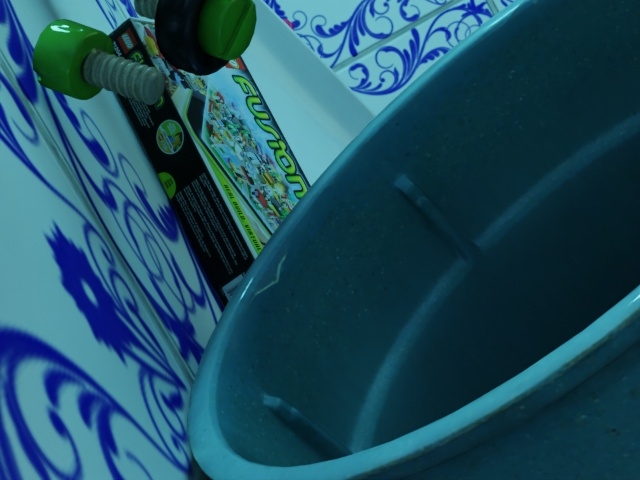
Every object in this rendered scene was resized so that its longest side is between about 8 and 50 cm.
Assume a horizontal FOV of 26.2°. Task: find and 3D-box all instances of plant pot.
[{"bbox_3d":[0.181,0.078,0.598,0.334,0.341,0.341,46,9,-18],"label":"plant pot"}]

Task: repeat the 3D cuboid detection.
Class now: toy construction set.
[{"bbox_3d":[-0.104,-0.265,0.713,0.257,0.237,0.308,-31,134,-54],"label":"toy construction set"}]

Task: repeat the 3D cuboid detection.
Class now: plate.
[{"bbox_3d":[-0.016,-0.055,1.049,0.278,0.045,0.277,43,28,-26],"label":"plate"}]

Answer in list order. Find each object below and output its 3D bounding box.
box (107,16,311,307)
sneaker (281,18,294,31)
[{"bbox_3d":[-0.055,-0.042,0.872,0.114,0.036,0.207,-5,64,-60],"label":"box"},{"bbox_3d":[-0.025,-0.092,1.344,0.121,0.112,0.299,64,4,36],"label":"sneaker"}]
